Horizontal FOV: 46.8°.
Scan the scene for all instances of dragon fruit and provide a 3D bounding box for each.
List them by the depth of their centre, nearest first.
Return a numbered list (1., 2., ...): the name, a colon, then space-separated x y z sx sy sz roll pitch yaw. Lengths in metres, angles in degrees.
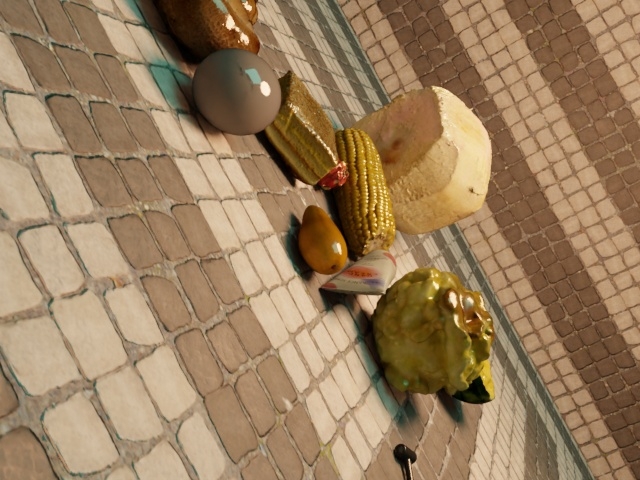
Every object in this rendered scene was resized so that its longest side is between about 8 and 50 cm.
1. dragon fruit: 0.013 -0.168 1.723 0.116 0.081 0.086 43 10 27

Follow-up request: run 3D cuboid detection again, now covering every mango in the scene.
1. mango: 0.000 0.000 1.422 0.102 0.085 0.184 46 12 -29

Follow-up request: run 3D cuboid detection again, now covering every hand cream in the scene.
1. hand cream: 0.101 0.071 1.545 0.341 0.124 0.077 -22 116 -74

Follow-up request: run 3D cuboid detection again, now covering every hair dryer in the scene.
1. hair dryer: 0.156 0.411 1.326 0.047 0.026 0.083 43 32 -41

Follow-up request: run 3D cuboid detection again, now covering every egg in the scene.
1. egg: -0.143 -0.258 1.299 0.146 0.146 0.199 67 12 18

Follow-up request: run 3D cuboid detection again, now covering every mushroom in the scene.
1. mushroom: -0.209 -0.431 1.371 0.253 0.153 0.253 55 16 -25

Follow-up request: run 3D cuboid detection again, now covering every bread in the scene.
1. bread: -0.051 -0.245 1.619 0.184 0.111 0.234 50 18 -24

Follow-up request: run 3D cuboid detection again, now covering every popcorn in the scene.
1. popcorn: 0.236 0.195 1.525 0.293 0.237 0.293 49 19 -24

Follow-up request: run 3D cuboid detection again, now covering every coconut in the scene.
1. coconut: 0.291 -0.199 2.063 0.404 0.405 0.404 52 19 -27

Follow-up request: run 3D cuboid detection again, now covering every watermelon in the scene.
1. watermelon: 0.346 0.313 1.835 0.232 0.127 0.204 41 26 -52

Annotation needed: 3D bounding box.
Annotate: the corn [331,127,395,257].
1. corn: 0.098 -0.122 1.792 0.144 0.144 0.387 42 25 -47

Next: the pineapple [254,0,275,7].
1. pineapple: -0.204 -0.731 1.843 0.364 0.166 0.165 42 26 -47
